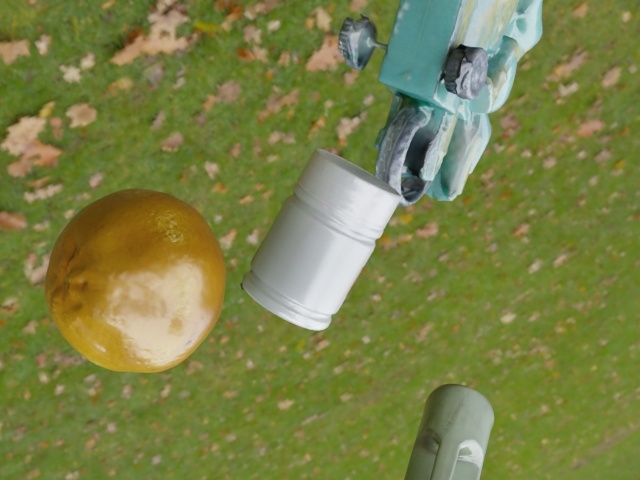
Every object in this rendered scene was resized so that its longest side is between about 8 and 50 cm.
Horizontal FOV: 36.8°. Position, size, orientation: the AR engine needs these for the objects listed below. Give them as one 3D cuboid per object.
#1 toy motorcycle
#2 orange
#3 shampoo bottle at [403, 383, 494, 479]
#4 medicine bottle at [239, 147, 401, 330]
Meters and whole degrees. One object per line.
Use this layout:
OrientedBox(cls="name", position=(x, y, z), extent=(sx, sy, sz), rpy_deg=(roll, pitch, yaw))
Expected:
OrientedBox(cls="toy motorcycle", position=(0.112, -0.171, 0.757), extent=(0.198, 0.109, 0.296), rpy_deg=(-8, 118, -60))
OrientedBox(cls="orange", position=(-0.158, 0.035, 0.804), extent=(0.136, 0.159, 0.159), rpy_deg=(4, 139, -50))
OrientedBox(cls="shampoo bottle", position=(0.137, 0.293, 1.117), extent=(0.118, 0.087, 0.234), rpy_deg=(92, 16, -49))
OrientedBox(cls="medicine bottle", position=(0.000, 0.000, 0.536), extent=(0.057, 0.057, 0.089), rpy_deg=(11, 111, -58))
